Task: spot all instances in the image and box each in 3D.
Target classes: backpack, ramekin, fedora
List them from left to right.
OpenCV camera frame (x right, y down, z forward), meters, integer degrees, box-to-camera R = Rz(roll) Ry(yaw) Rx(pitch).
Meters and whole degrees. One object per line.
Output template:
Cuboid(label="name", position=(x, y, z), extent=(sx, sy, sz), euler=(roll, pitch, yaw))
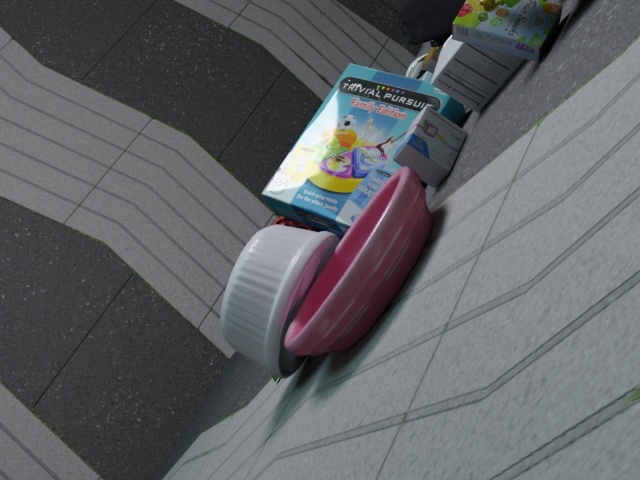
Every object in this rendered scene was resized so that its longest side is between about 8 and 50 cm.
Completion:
Cuboid(label="ramekin", position=(-0.072, 0.096, 1.570), extent=(0.273, 0.127, 0.273), euler=(19, -90, -75))
Cuboid(label="fedora", position=(0.362, -0.540, 2.479), extent=(0.194, 0.079, 0.194), euler=(-54, 0, -1))
Cuboid(label="backpack", position=(0.376, -0.699, 2.346), extent=(0.290, 0.273, 0.355), euler=(-7, 26, 41))

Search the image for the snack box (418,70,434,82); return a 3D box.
Cuboid(label="snack box", position=(0.222, -0.309, 2.312), extent=(0.187, 0.060, 0.322), euler=(-63, 5, -6))

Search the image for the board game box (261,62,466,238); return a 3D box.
Cuboid(label="board game box", position=(0.082, -0.167, 1.700), extent=(0.336, 0.253, 0.079), euler=(-58, -35, -17))

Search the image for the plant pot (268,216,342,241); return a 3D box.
Cuboid(label="plant pot", position=(0.000, 0.000, 1.802), extent=(0.174, 0.191, 0.191), euler=(-47, 2, -13))

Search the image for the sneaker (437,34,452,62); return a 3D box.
Cuboid(label="sneaker", position=(0.340, -0.406, 1.743), extent=(0.305, 0.114, 0.152), euler=(-57, -17, 9))

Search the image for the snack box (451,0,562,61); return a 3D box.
Cuboid(label="snack box", position=(0.286, -0.335, 1.368), extent=(0.100, 0.141, 0.037), euler=(-59, -22, -28))

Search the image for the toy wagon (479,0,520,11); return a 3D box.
Cuboid(label="toy wagon", position=(0.377, -0.449, 1.295), extent=(0.344, 0.068, 0.267), euler=(-44, 8, 18))

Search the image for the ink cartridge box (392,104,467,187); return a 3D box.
Cuboid(label="ink cartridge box", position=(0.186, -0.161, 1.508), extent=(0.052, 0.088, 0.122), euler=(-52, 6, 44))

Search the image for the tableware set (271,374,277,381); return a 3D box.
Cuboid(label="tableware set", position=(-0.052, 0.216, 1.823), extent=(0.154, 0.024, 0.104), euler=(-61, 3, -40))

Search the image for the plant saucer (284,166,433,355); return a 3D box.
Cuboid(label="plant saucer", position=(0.067, 0.044, 1.355), extent=(0.332, 0.084, 0.332), euler=(-56, 5, 7))

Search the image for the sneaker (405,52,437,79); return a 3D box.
Cuboid(label="sneaker", position=(0.281, -0.437, 2.652), extent=(0.271, 0.100, 0.108), euler=(-52, 29, 8))

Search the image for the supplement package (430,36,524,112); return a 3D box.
Cuboid(label="supplement package", position=(0.284, -0.328, 1.520), extent=(0.179, 0.105, 0.105), euler=(-51, 14, 47))
